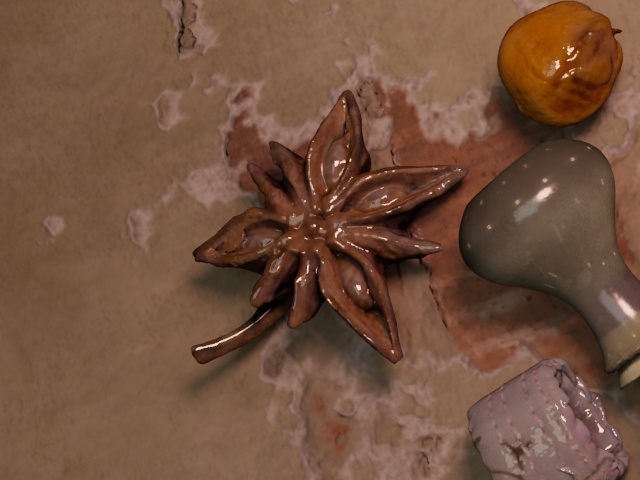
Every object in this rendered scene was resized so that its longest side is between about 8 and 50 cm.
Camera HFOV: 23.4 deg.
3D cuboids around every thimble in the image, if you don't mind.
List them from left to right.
[{"bbox_3d":[0.241,0.210,1.623,0.118,0.127,0.151,-36,79,20],"label":"thimble"}]

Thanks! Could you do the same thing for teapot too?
[{"bbox_3d":[0.272,0.025,1.605,0.183,0.183,0.251,-42,82,17],"label":"teapot"}]

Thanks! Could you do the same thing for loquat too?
[{"bbox_3d":[0.258,-0.191,1.651,0.137,0.113,0.137,-17,56,26],"label":"loquat"}]

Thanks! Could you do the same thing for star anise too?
[{"bbox_3d":[0.001,0.000,1.755,0.292,0.109,0.349,14,83,31],"label":"star anise"}]
